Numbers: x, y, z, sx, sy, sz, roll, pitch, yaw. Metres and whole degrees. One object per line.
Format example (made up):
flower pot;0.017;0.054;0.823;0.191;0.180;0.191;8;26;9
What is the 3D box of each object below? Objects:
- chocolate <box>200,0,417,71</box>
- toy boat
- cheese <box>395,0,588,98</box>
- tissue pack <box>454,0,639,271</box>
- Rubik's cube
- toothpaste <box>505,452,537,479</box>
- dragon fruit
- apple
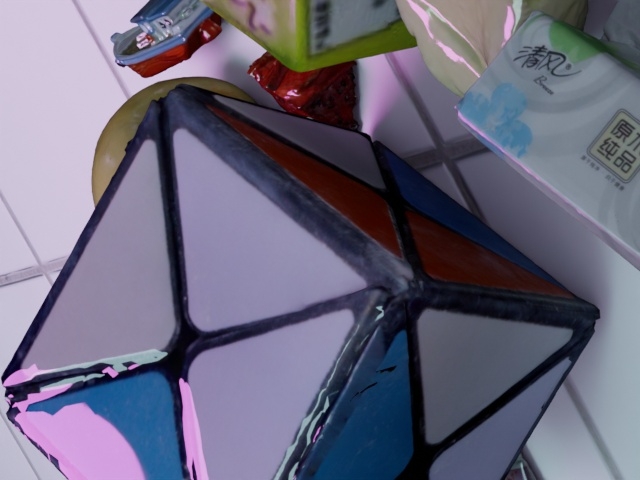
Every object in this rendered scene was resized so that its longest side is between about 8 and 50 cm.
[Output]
chocolate;-0.049;-0.304;1.418;0.289;0.137;0.301;38;148;32
toy boat;-0.150;-0.195;1.779;0.059;0.069;0.173;48;155;-15
cheese;0.123;-0.204;1.287;0.159;0.093;0.263;54;154;25
tissue pack;0.233;-0.056;1.223;0.229;0.145;0.159;42;-167;28
Rubik's cube;-0.017;0.096;1.492;0.305;0.307;0.310;40;108;30
toothpaste;0.215;0.311;1.748;0.266;0.061;0.096;64;154;0
dragon fruit;-0.030;-0.133;1.653;0.131;0.063;0.097;32;144;40
apple;-0.121;-0.052;1.757;0.200;0.200;0.200;40;149;31
